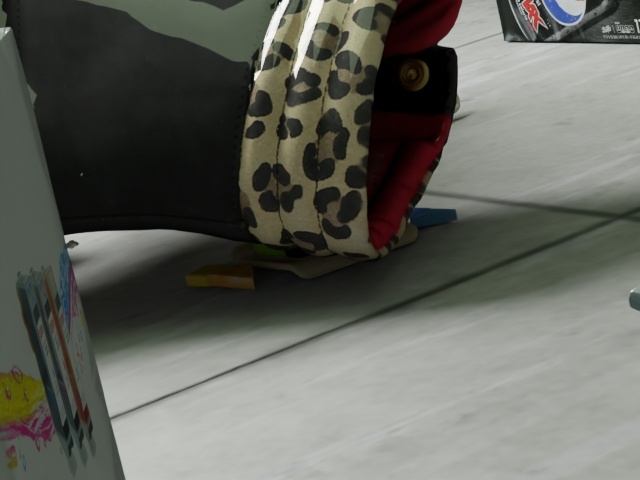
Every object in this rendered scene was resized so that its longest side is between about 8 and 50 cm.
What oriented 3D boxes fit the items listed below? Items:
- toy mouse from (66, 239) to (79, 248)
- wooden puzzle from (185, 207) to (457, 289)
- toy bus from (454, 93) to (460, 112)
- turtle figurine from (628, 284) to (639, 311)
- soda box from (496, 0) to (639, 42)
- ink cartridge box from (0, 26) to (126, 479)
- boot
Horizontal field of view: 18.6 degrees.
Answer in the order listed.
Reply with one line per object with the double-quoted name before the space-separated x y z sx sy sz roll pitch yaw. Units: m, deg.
"toy mouse" -0.213 0.030 0.957 0.143 0.031 0.161 -21 16 -31
"wooden puzzle" 0.000 0.000 0.922 0.116 0.014 0.078 -21 16 -33
"toy bus" -0.051 -0.096 1.149 0.104 0.202 0.191 -41 -2 43
"turtle figurine" 0.175 0.027 0.428 0.175 0.118 0.234 -43 22 15
"soda box" 0.191 -0.168 1.339 0.060 0.053 0.169 -20 15 -28
"ink cartridge box" -0.129 0.047 0.504 0.128 0.176 0.127 -12 14 4
"boot" -0.070 -0.129 0.963 0.284 0.138 0.377 4 44 18
